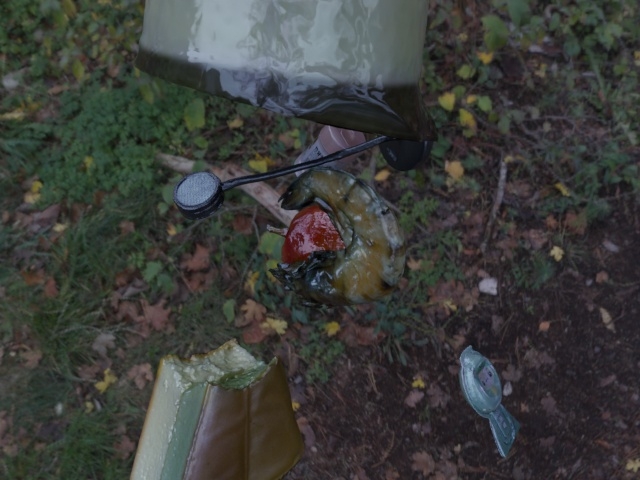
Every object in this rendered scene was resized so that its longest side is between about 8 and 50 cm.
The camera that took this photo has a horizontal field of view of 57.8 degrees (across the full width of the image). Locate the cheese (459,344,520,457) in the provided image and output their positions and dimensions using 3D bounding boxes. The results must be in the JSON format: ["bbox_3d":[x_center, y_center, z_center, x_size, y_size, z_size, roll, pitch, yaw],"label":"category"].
[{"bbox_3d":[0.184,0.173,0.640,0.026,0.121,0.067,-23,8,42],"label":"cheese"}]

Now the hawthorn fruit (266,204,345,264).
[{"bbox_3d":[-0.002,0.011,1.145,0.225,0.196,0.197,21,54,-18],"label":"hawthorn fruit"}]

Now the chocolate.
[{"bbox_3d":[-0.012,-0.280,0.617,0.326,0.297,0.314,9,19,-28],"label":"chocolate"}]

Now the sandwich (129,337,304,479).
[{"bbox_3d":[-0.141,0.229,0.674,0.220,0.186,0.108,-31,30,-36],"label":"sandwich"}]

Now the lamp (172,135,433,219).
[{"bbox_3d":[-0.014,-0.089,0.830,0.371,0.109,0.130,-29,55,-13],"label":"lamp"}]

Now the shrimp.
[{"bbox_3d":[0.000,0.000,0.934,0.071,0.233,0.365,-28,8,-33],"label":"shrimp"}]

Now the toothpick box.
[{"bbox_3d":[0.019,-0.189,1.281,0.098,0.149,0.098,20,50,-26],"label":"toothpick box"}]
